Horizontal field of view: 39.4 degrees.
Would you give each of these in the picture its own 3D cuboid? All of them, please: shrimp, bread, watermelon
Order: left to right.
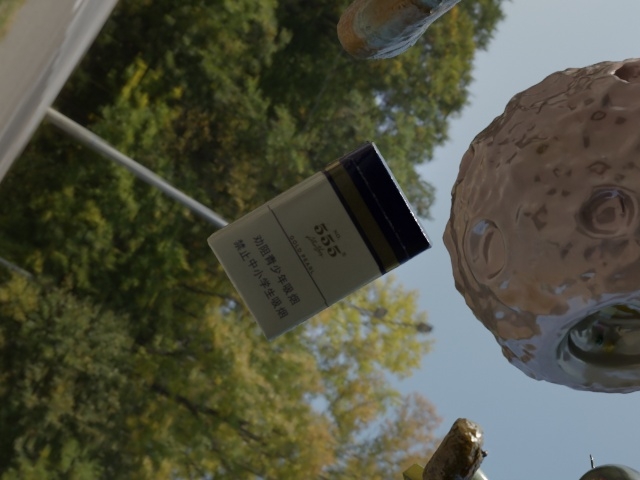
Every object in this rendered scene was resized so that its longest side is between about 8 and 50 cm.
[{"bbox_3d":[0.100,-0.229,0.782,0.185,0.068,0.287,-41,-173,-30],"label":"shrimp"},{"bbox_3d":[0.178,0.297,1.193,0.082,0.060,0.113,-46,164,-46],"label":"bread"},{"bbox_3d":[0.337,0.302,1.034,0.105,0.105,0.133,-51,-152,26],"label":"watermelon"}]

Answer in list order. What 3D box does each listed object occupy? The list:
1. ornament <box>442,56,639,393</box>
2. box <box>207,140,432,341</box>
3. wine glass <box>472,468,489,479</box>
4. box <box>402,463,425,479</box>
[{"bbox_3d":[0.223,-0.016,0.683,0.259,0.259,0.225,-42,-143,44],"label":"ornament"},{"bbox_3d":[0.000,0.000,1.198,0.259,0.168,0.071,-30,-175,0],"label":"box"},{"bbox_3d":[0.297,0.452,1.617,0.066,0.198,0.066,-48,172,-9],"label":"wine glass"},{"bbox_3d":[0.222,0.520,1.512,0.041,0.279,0.153,-29,-147,-27],"label":"box"}]
